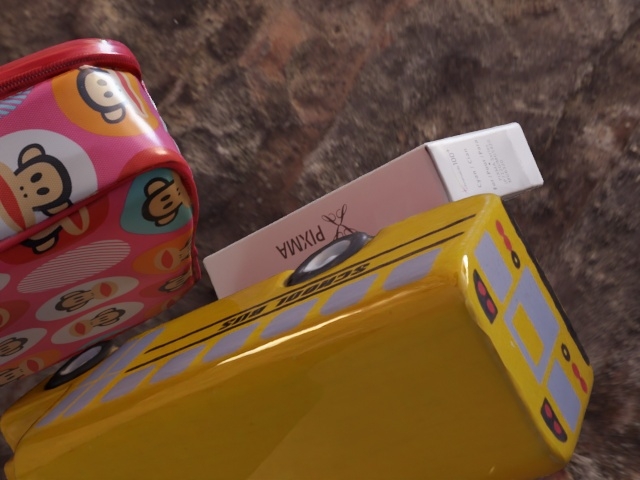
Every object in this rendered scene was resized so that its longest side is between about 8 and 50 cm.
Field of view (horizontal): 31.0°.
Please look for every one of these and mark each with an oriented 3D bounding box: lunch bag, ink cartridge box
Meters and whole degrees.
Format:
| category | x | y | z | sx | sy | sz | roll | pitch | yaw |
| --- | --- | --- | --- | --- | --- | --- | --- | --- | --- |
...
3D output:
| category | x | y | z | sx | sy | sz | roll | pitch | yaw |
| --- | --- | --- | --- | --- | --- | --- | --- | --- | --- |
| lunch bag | -0.206 | 0.015 | 0.696 | 0.258 | 0.293 | 0.120 | -26 | -103 | -14 |
| ink cartridge box | 0.000 | 0.000 | 0.978 | 0.296 | 0.261 | 0.066 | -26 | -95 | 43 |

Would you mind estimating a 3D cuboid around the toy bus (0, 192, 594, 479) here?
| category | x | y | z | sx | sy | sz | roll | pitch | yaw |
| --- | --- | --- | --- | --- | --- | --- | --- | --- | --- |
| toy bus | -0.035 | 0.091 | 0.588 | 0.333 | 0.130 | 0.108 | -24 | -76 | 29 |
